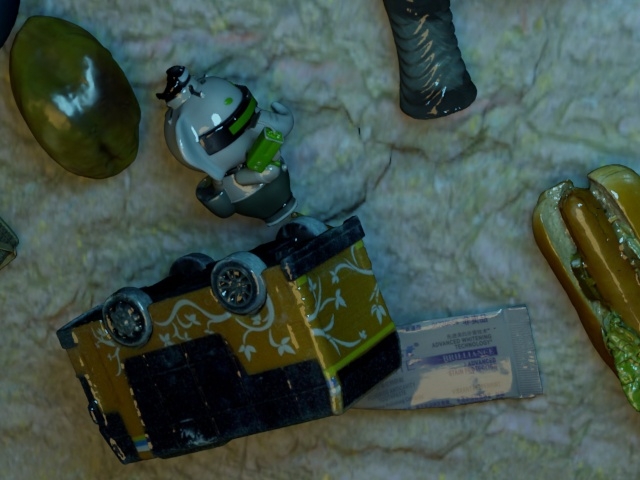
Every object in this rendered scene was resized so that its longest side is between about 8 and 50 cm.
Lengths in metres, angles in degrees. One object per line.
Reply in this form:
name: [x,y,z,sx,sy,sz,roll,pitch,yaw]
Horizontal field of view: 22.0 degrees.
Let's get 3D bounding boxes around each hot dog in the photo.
hot dog: [0.332,0.080,1.662,0.135,0.100,0.337,-24,108,23]

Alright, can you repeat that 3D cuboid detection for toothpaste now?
toothpaste: [0.093,0.140,1.783,0.282,0.068,0.099,-8,142,11]

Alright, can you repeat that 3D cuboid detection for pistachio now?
pistachio: [-0.253,-0.141,1.691,0.100,0.110,0.189,4,124,49]

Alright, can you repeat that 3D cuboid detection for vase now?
vase: [0.088,-0.236,1.562,0.115,0.115,0.237,-5,121,17]

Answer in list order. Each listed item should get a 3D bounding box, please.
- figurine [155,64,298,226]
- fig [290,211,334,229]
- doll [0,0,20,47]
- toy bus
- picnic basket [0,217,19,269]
figurine: [-0.094,-0.100,1.662,0.126,0.147,0.192,-36,117,13]
fig: [0.000,0.000,1.736,0.050,0.050,0.083,-41,91,28]
doll: [-0.366,-0.275,1.604,0.322,0.198,0.186,-45,136,19]
toy bus: [-0.094,0.106,1.707,0.323,0.162,0.194,-18,98,34]
picnic basket: [-0.427,-0.009,1.818,0.115,0.079,0.164,-35,104,27]
